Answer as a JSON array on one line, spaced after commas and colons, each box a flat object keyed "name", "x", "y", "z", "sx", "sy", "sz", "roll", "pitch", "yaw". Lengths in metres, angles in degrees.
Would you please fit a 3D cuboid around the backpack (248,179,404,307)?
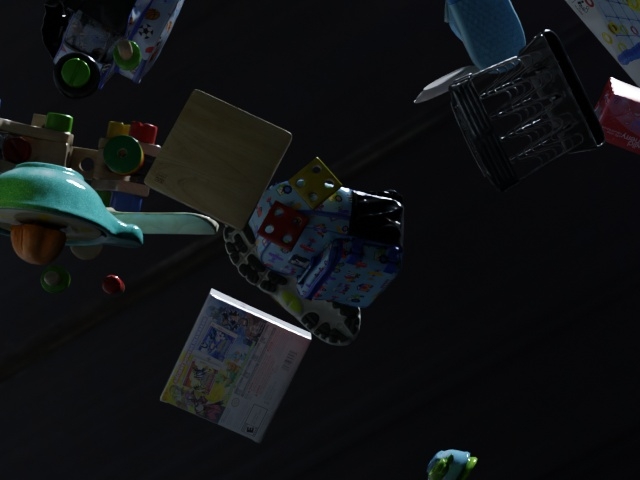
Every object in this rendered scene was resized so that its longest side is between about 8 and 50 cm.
[{"name": "backpack", "x": 0.000, "y": 0.000, "z": 1.544, "sx": 0.173, "sy": 0.158, "sz": 0.117, "roll": 14, "pitch": 58, "yaw": -21}]

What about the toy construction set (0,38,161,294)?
[{"name": "toy construction set", "x": -0.323, "y": -0.068, "z": 1.661, "sx": 0.237, "sy": 0.257, "sz": 0.309, "roll": 138, "pitch": -63, "yaw": -82}]

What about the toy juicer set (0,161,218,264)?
[{"name": "toy juicer set", "x": -0.285, "y": -0.018, "z": 1.196, "sx": 0.329, "sy": 0.209, "sz": 0.089, "roll": 20, "pitch": 71, "yaw": -46}]

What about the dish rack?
[{"name": "dish rack", "x": 0.318, "y": -0.198, "z": 1.976, "sx": 0.271, "sy": 0.074, "sz": 0.208, "roll": -28, "pitch": 91, "yaw": -45}]

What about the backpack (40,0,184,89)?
[{"name": "backpack", "x": -0.372, "y": -0.408, "z": 2.289, "sx": 0.213, "sy": 0.263, "sz": 0.276, "roll": 36, "pitch": 55, "yaw": -14}]

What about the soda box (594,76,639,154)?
[{"name": "soda box", "x": 0.603, "y": -0.186, "z": 2.178, "sx": 0.263, "sy": 0.092, "sz": 0.083, "roll": 19, "pitch": 29, "yaw": -3}]

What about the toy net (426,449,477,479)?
[{"name": "toy net", "x": 0.102, "y": 0.345, "z": 1.499, "sx": 0.045, "sy": 0.232, "sz": 0.122, "roll": 36, "pitch": 6, "yaw": 3}]

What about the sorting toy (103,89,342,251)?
[{"name": "sorting toy", "x": -0.112, "y": -0.088, "z": 1.510, "sx": 0.274, "sy": 0.132, "sz": 0.046, "roll": 25, "pitch": -12, "yaw": 7}]

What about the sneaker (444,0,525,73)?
[{"name": "sneaker", "x": 0.247, "y": -0.453, "z": 2.170, "sx": 0.208, "sy": 0.127, "sz": 0.319, "roll": -100, "pitch": 171, "yaw": -69}]

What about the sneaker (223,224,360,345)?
[{"name": "sneaker", "x": -0.050, "y": 0.062, "z": 1.982, "sx": 0.279, "sy": 0.107, "sz": 0.118, "roll": 49, "pitch": -7, "yaw": 6}]

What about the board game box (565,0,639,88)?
[{"name": "board game box", "x": 0.522, "y": -0.385, "z": 1.863, "sx": 0.308, "sy": 0.086, "sz": 0.302, "roll": 49, "pitch": -33, "yaw": -1}]

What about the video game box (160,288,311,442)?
[{"name": "video game box", "x": -0.142, "y": 0.210, "z": 2.105, "sx": 0.187, "sy": 0.205, "sz": 0.048, "roll": 25, "pitch": 11, "yaw": -9}]

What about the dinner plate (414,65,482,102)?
[{"name": "dinner plate", "x": 0.224, "y": -0.277, "z": 2.201, "sx": 0.017, "sy": 0.141, "sz": 0.141, "roll": 62, "pitch": 6, "yaw": -10}]
